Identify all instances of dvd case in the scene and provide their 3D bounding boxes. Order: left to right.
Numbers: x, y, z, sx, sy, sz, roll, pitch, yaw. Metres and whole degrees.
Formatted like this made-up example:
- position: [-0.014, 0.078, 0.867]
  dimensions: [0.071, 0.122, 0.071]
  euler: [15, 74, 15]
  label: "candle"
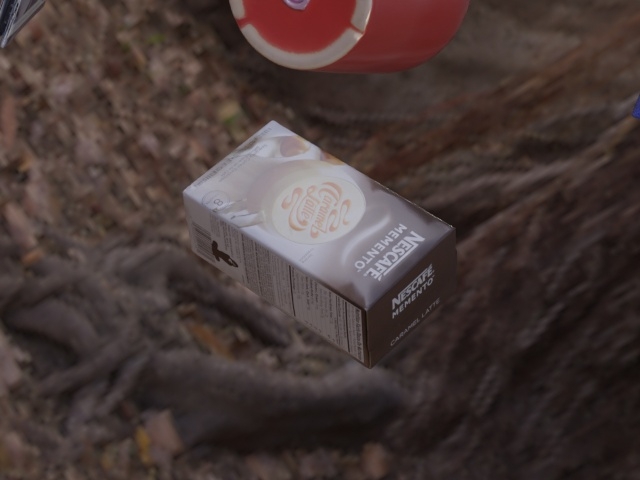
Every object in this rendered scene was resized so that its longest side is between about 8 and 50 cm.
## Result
- position: [-0.218, -0.280, 1.386]
  dimensions: [0.018, 0.221, 0.164]
  euler: [21, 19, -5]
  label: "dvd case"

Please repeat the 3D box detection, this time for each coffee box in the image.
- position: [0.000, 0.000, 1.676]
  dimensions: [0.246, 0.141, 0.098]
  euler: [32, -33, 28]
  label: "coffee box"

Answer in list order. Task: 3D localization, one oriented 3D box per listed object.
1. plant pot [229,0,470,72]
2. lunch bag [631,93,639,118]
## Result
- position: [0.022, -0.325, 2.082]
  dimensions: [0.275, 0.275, 0.243]
  euler: [58, 29, 1]
  label: "plant pot"
- position: [0.482, -0.218, 1.715]
  dimensions: [0.221, 0.293, 0.138]
  euler: [28, 48, 15]
  label: "lunch bag"
